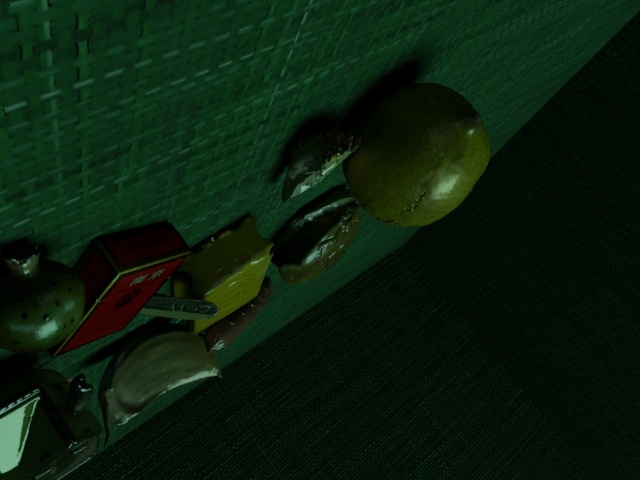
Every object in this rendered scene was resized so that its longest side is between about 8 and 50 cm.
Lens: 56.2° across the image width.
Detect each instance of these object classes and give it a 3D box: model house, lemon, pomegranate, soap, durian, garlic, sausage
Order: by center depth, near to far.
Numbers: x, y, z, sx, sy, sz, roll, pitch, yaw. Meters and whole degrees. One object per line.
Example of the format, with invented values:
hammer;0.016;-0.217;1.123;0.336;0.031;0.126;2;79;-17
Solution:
pomegranate;-0.358;0.074;0.740;0.130;0.130;0.130;-36;170;-8
model house;-0.487;0.300;0.996;0.218;0.205;0.279;-32;170;-37
durian;-0.022;-0.137;1.058;0.224;0.078;0.140;-33;-172;44
lemon;0.183;-0.160;1.129;0.258;0.258;0.310;-30;173;-38
soap;-0.212;0.082;1.290;0.204;0.096;0.324;-33;169;-22
garlic;-0.398;0.302;1.382;0.338;0.196;0.151;-24;148;-45
sausage;-0.205;0.180;1.571;0.088;0.088;0.433;-42;-175;20

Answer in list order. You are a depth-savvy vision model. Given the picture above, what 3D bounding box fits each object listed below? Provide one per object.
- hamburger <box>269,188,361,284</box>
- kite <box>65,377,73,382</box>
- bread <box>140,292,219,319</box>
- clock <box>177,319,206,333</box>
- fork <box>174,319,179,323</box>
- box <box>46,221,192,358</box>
hamburger;-0.002;0.001;1.553;0.265;0.134;0.285;-32;171;-19
kite;-0.644;0.361;1.295;0.125;0.008;0.222;-43;169;26
bread;-0.284;0.124;1.132;0.193;0.036;0.112;7;163;-2
clock;-0.353;0.253;1.709;0.226;0.049;0.226;-35;169;-8
fork;-0.409;0.244;1.553;0.235;0.021;0.039;-33;165;-16
box;-0.330;0.078;0.948;0.240;0.074;0.153;-44;164;30
